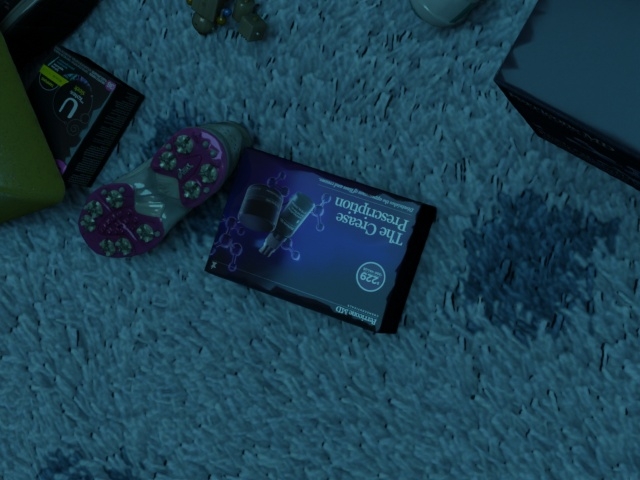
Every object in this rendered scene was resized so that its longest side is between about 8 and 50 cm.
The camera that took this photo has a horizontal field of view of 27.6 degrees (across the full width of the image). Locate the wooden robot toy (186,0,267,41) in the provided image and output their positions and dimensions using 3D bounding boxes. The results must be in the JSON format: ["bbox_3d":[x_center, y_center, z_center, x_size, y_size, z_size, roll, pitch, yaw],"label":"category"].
[{"bbox_3d":[-0.149,-0.326,1.860,0.173,0.076,0.079,36,131,16],"label":"wooden robot toy"}]

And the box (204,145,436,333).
[{"bbox_3d":[0.000,0.000,1.761,0.261,0.103,0.184,18,94,17],"label":"box"}]

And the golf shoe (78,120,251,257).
[{"bbox_3d":[-0.214,-0.071,1.831,0.306,0.140,0.115,-29,96,34],"label":"golf shoe"}]

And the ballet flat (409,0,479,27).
[{"bbox_3d":[0.170,-0.487,1.723,0.139,0.139,0.400,-6,87,16],"label":"ballet flat"}]

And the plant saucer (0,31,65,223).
[{"bbox_3d":[-0.560,-0.160,1.852,0.332,0.081,0.333,-16,100,33],"label":"plant saucer"}]

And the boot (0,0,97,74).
[{"bbox_3d":[-0.507,-0.386,1.921,0.377,0.138,0.284,-41,76,18],"label":"boot"}]

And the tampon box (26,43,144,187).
[{"bbox_3d":[-0.357,-0.178,1.876,0.120,0.101,0.161,33,95,16],"label":"tampon box"}]

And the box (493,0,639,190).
[{"bbox_3d":[0.401,-0.172,1.502,0.293,0.395,0.212,31,94,17],"label":"box"}]
